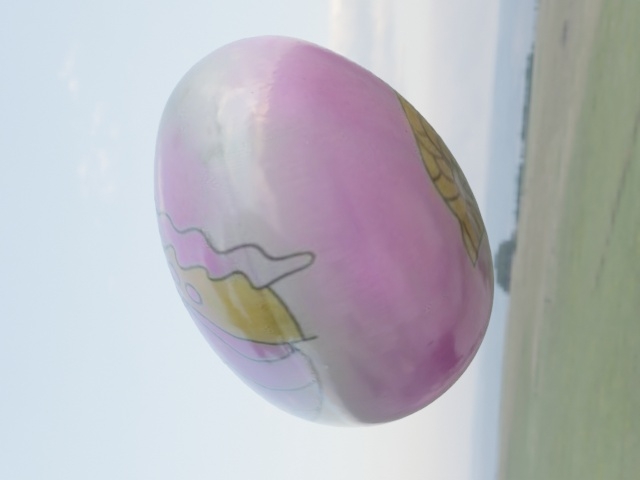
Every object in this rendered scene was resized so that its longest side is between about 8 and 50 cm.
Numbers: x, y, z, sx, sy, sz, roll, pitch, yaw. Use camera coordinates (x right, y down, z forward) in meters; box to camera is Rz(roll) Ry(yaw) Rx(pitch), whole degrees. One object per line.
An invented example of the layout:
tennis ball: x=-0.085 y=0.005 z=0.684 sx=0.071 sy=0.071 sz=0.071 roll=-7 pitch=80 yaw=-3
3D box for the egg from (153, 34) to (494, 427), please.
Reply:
egg: x=0.000 y=0.000 z=0.732 sx=0.271 sy=0.196 sz=0.196 roll=47 pitch=-136 yaw=-49
